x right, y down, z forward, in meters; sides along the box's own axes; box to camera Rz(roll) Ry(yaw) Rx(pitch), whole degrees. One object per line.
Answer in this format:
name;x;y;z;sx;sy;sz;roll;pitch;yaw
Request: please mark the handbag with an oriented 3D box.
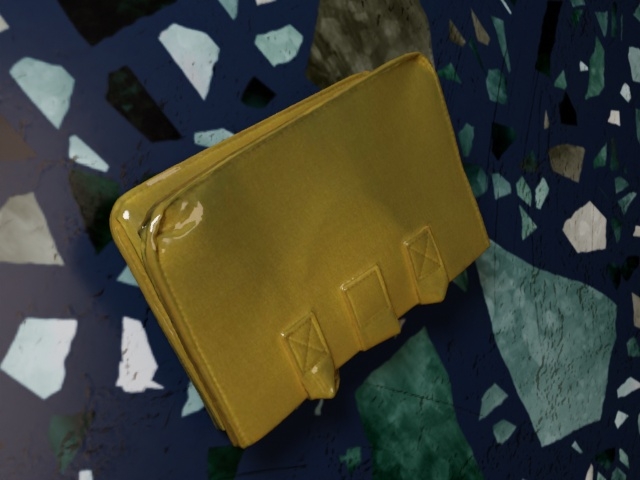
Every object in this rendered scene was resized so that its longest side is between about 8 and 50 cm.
handbag;0.000;0.000;0.767;0.401;0.133;0.283;-35;110;-31
